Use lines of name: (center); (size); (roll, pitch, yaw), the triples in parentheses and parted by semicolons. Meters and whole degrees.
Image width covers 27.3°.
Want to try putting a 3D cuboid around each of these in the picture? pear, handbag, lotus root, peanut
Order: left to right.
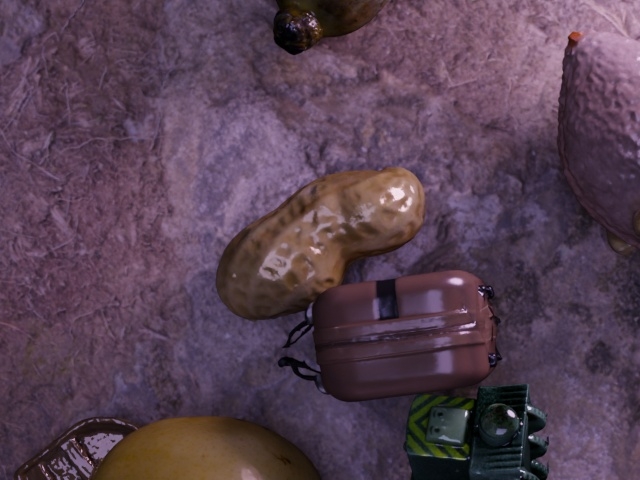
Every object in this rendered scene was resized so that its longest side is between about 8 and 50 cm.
pear: (-0.147, 0.368, 1.681); (0.309, 0.309, 0.309); (0, 90, 5)
peanut: (0.000, 0.000, 1.748); (0.305, 0.147, 0.147); (-36, 87, -2)
lotus root: (0.028, -0.384, 1.734); (0.173, 0.173, 0.309); (30, 92, 4)
handbag: (0.082, 0.124, 1.662); (0.283, 0.302, 0.149); (-11, 87, 11)

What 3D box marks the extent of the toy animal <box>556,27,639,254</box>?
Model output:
toy animal: (0.424, -0.116, 1.682); (0.226, 0.188, 0.358); (-43, 86, -2)

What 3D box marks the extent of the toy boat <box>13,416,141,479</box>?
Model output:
toy boat: (-0.316, 0.309, 1.810); (0.188, 0.061, 0.116); (-35, 86, 4)

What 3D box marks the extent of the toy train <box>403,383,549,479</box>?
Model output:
toy train: (0.195, 0.292, 1.649); (0.178, 0.330, 0.138); (4, 58, 14)
